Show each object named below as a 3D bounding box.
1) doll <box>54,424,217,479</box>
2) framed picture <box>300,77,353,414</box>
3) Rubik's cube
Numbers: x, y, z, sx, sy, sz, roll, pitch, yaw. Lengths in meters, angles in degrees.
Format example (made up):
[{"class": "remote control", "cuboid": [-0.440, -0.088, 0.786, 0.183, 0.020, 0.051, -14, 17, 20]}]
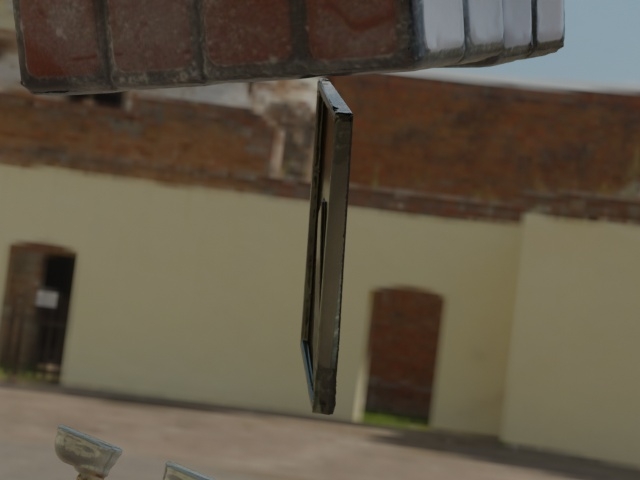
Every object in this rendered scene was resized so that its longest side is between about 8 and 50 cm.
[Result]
[{"class": "doll", "cuboid": [-0.160, 0.262, 1.146, 0.183, 0.217, 0.085, 13, 4, 26]}, {"class": "framed picture", "cuboid": [0.000, 0.000, 1.329, 0.023, 0.260, 0.189, 2, 13, -6]}, {"class": "Rubik's cube", "cuboid": [-0.018, -0.297, 1.181, 0.344, 0.343, 0.337, 3, 11, 29]}]
